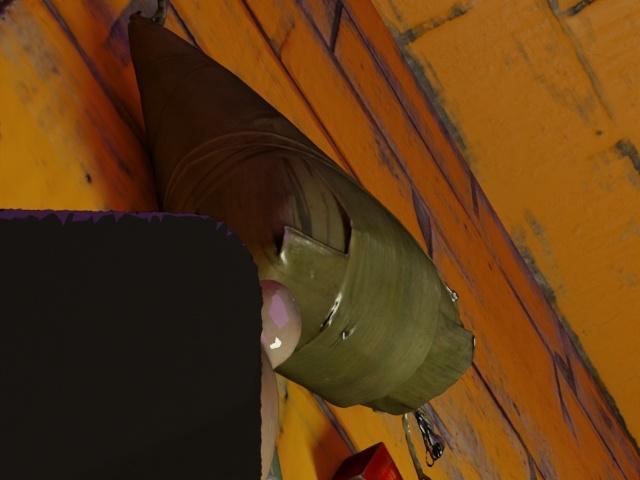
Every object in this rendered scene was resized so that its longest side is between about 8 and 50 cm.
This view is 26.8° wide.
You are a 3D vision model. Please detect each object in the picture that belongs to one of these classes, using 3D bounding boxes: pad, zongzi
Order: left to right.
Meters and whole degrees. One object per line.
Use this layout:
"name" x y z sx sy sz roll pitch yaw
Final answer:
"pad" -0.158 0.173 0.506 0.315 0.063 0.375 2 89 -44
"zongzi" 0.000 0.000 1.316 0.447 0.181 0.418 35 24 -48

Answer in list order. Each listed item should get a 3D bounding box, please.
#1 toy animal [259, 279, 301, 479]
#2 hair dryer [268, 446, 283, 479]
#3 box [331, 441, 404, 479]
"toy animal" -0.138 0.089 0.684 0.229 0.210 0.221 28 7 4
"hair dryer" -0.035 0.213 1.121 0.071 0.047 0.150 -102 164 -48
"box" 0.073 0.295 1.313 0.175 0.048 0.112 62 15 -2
